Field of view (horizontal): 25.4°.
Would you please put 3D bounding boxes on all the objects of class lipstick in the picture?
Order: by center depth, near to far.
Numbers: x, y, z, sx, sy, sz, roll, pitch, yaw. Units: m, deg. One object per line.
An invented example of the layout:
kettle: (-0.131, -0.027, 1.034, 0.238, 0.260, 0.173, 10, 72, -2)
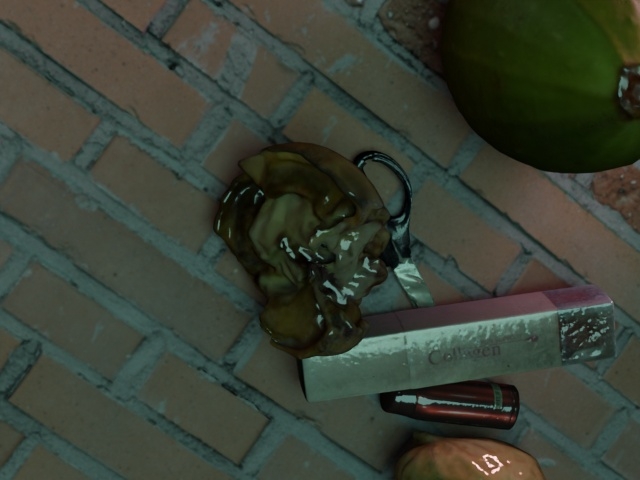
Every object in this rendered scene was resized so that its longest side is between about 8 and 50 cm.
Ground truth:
lipstick: (0.158, 0.121, 1.674, 0.371, 0.080, 0.076, -8, 107, -6)

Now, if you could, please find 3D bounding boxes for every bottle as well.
bottle: (0.154, 0.195, 1.717, 0.164, 0.060, 0.060, 8, 97, -14)

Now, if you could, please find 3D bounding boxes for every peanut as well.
peanut: (0.215, 0.338, 1.707, 0.159, 0.143, 0.291, -34, 107, 4)

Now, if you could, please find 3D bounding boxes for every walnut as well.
walnut: (-0.010, 0.001, 1.601, 0.141, 0.204, 0.238, -13, 118, -53)

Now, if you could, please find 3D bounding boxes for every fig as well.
fig: (0.289, -0.208, 1.552, 0.316, 0.316, 0.316, -2, 99, -13)

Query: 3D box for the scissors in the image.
scissors: (0.101, 0.035, 1.697, 0.109, 0.022, 0.300, -29, 104, -3)
